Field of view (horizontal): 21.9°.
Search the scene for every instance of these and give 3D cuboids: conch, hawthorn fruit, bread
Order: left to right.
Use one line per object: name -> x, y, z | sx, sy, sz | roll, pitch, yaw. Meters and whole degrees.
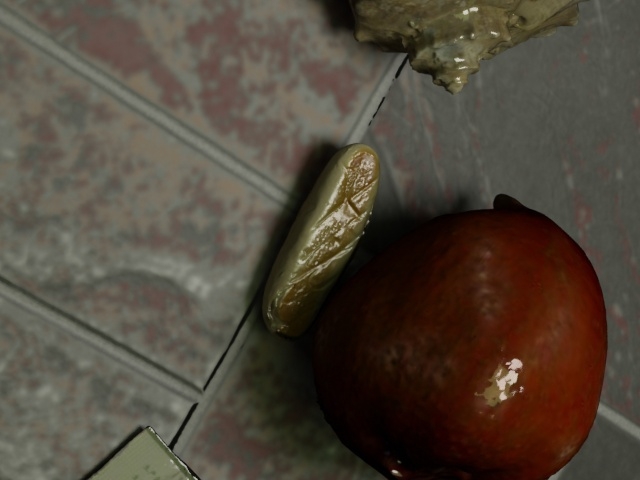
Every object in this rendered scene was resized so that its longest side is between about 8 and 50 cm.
bread -> 0.000, 0.001, 1.670 | 0.073, 0.053, 0.214 | 25, 90, -26
hawthorn fruit -> 0.152, 0.113, 1.639 | 0.311, 0.295, 0.295 | -41, 115, -5
conch -> 0.183, -0.311, 1.631 | 0.297, 0.210, 0.352 | 13, 95, -43

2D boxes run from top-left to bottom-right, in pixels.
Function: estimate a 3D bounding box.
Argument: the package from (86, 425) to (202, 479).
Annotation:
package -> -0.166, 0.339, 1.644 | 0.204, 0.062, 0.251 | -43, 112, -16
